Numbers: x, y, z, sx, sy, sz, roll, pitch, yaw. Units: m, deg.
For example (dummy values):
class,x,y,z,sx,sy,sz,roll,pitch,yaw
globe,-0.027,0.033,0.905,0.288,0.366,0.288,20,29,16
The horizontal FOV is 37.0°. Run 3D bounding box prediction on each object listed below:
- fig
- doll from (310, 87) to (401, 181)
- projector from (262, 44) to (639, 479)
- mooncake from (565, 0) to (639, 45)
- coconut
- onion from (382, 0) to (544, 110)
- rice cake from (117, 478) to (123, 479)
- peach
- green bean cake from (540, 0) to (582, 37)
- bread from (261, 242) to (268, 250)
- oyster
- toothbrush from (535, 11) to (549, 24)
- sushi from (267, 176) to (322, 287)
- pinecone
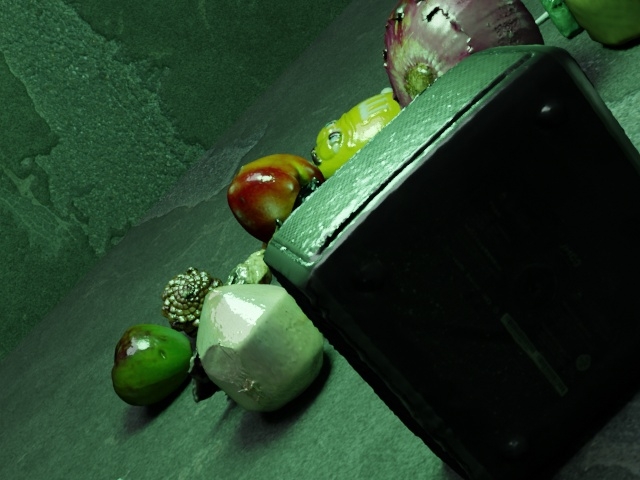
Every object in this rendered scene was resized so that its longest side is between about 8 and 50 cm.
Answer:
class,x,y,z,sx,sy,sz,roll,pitch,yaw
fig,-0.371,0.269,2.102,0.191,0.181,0.181,-12,24,4
doll,0.174,-0.266,2.222,0.423,0.161,0.348,-50,32,-19
projector,0.203,0.034,1.152,0.405,0.395,0.242,-42,19,-6
mooncake,0.626,-0.514,1.873,0.284,0.155,0.284,-39,19,16
coconut,-0.119,0.180,1.699,0.224,0.234,0.224,-40,22,20
onion,0.302,-0.372,1.905,0.345,0.358,0.358,-42,19,-7
rice cake,-0.362,0.507,1.754,0.045,0.042,0.245,-33,19,-9
peach,-0.105,-0.093,2.179,0.243,0.243,0.199,-20,71,47
green bean cake,0.585,-0.564,2.132,0.193,0.107,0.208,-37,19,17
bread,-0.110,0.037,2.275,0.062,0.103,0.049,3,38,-3
oyster,-0.162,0.175,1.865,0.275,0.100,0.271,-59,-16,-58
toothbrush,0.580,-0.575,2.275,0.342,0.030,0.025,-35,25,13
sushi,0.000,0.026,1.816,0.219,0.225,0.238,-47,13,5
pinecone,-0.292,0.151,2.228,0.173,0.173,0.173,-36,20,16
